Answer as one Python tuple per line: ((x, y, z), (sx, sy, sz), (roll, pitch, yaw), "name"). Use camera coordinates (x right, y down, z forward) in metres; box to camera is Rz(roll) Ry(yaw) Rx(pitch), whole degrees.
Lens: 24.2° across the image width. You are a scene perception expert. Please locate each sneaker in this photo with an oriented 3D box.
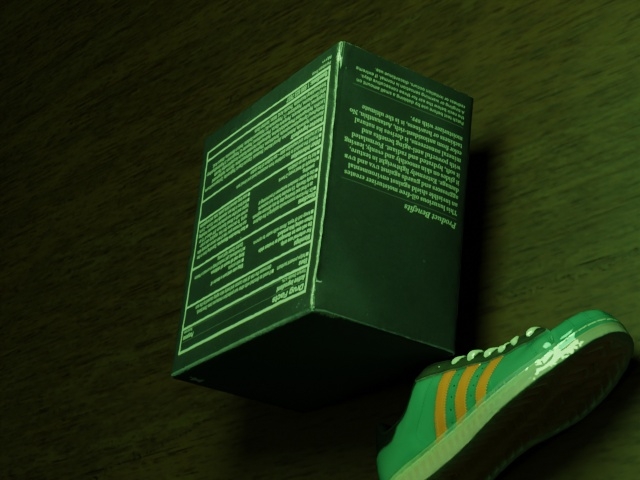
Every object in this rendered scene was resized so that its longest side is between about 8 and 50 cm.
((0.157, 0.143, 1.412), (0.302, 0.108, 0.121), (-42, 47, 25), "sneaker")

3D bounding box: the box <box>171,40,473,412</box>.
((0.000, 0.000, 1.571), (0.296, 0.183, 0.294), (-28, 48, 53), "box")
